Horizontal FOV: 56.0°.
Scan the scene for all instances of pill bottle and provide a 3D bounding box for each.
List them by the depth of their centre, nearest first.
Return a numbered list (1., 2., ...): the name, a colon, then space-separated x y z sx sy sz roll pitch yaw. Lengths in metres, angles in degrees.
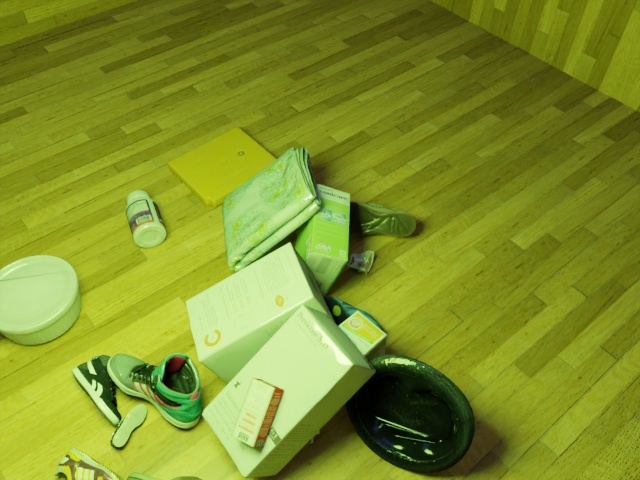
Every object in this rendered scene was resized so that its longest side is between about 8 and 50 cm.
1. pill bottle: -0.593 -0.077 2.021 0.108 0.108 0.193 -17 51 -16

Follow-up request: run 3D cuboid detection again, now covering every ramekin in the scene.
1. ramekin: -0.839 0.183 1.776 0.273 0.127 0.272 0 50 0

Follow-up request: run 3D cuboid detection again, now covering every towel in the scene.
1. towel: -0.170 -0.113 1.932 0.374 0.090 0.320 -37 35 18

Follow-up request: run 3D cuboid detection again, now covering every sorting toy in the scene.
1. sorting toy: 0.126 0.071 1.954 0.075 0.045 0.083 14 50 20

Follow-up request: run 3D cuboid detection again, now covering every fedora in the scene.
1. fedora: 0.239 0.423 1.549 0.334 0.334 0.152 26 20 20

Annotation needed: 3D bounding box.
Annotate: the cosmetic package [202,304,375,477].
1. cosmetic package: -0.078 0.373 1.490 0.385 0.156 0.217 -50 58 7

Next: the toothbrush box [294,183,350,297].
1. toothbrush box: 0.000 0.000 1.887 0.122 0.206 0.283 15 47 -14

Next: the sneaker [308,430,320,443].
1. sneaker: -0.014 0.489 1.592 0.044 0.040 0.109 34 59 6

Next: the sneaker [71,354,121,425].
1. sneaker: -0.572 0.389 1.634 0.121 0.079 0.217 -35 58 -28

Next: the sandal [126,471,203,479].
1. sandal: -0.318 0.603 1.435 0.303 0.120 0.086 16 37 13

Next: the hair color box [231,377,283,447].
1. hair color box: -0.147 0.401 1.403 0.072 0.043 0.141 16 81 32

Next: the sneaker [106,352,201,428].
1. sneaker: -0.427 0.351 1.572 0.296 0.178 0.124 30 36 10

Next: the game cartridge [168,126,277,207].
1. game cartridge: -0.356 -0.275 2.243 0.324 0.052 0.285 -34 57 -24

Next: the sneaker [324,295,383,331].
1. sneaker: 0.097 0.230 1.807 0.209 0.069 0.082 30 22 33

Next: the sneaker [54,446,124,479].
1. sneaker: -0.565 0.586 1.477 0.186 0.069 0.084 20 60 23

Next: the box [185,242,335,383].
1. box: -0.168 0.202 1.660 0.345 0.168 0.215 -29 47 4

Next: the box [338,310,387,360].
1. box: 0.100 0.307 1.638 0.103 0.203 0.114 -35 58 -28

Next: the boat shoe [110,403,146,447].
1. boat shoe: -0.505 0.485 1.578 0.046 0.038 0.125 44 50 -20

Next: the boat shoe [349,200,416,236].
1. boat shoe: 0.173 -0.075 2.052 0.302 0.109 0.098 8 10 6
